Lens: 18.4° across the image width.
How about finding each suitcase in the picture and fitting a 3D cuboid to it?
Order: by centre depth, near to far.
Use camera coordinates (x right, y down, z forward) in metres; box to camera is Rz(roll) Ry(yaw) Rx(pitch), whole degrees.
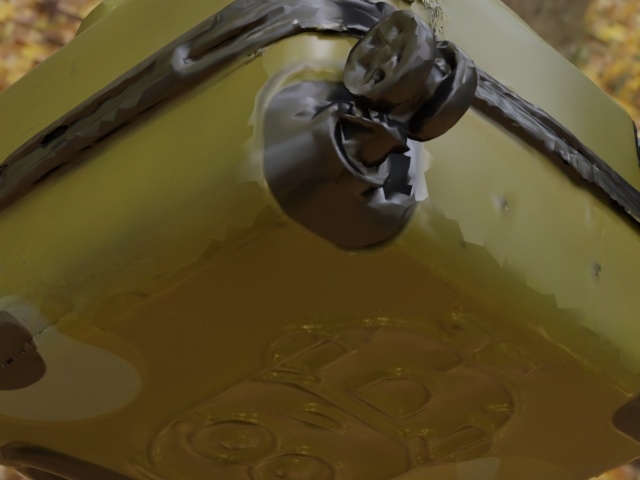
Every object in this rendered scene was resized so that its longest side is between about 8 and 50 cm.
[{"bbox_3d":[0.000,0.000,0.627,0.194,0.235,0.143,33,43,-35],"label":"suitcase"}]
